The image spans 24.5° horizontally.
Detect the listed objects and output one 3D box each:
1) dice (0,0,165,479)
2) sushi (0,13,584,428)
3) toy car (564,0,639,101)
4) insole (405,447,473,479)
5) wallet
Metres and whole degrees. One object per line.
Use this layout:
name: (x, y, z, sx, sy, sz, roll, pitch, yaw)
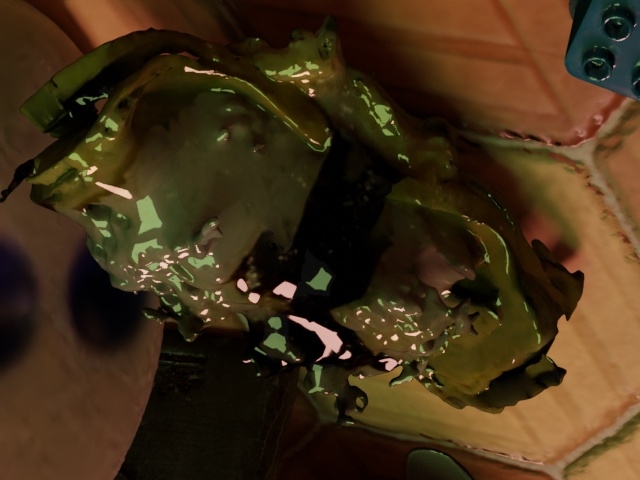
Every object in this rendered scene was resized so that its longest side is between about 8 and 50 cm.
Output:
dice: (-0.274, 0.042, 0.753, 0.304, 0.304, 0.277, -4, 132, 31)
sushi: (0.001, -0.006, 0.688, 0.291, 0.131, 0.139, 32, 144, -20)
toy car: (0.182, -0.073, 0.553, 0.191, 0.100, 0.097, 20, 136, 0)
insole: (0.088, 0.183, 0.950, 0.053, 0.002, 0.152, 3, 135, 24)
wallet: (-0.089, 0.165, 0.856, 0.122, 0.232, 0.031, 4, 160, 25)
